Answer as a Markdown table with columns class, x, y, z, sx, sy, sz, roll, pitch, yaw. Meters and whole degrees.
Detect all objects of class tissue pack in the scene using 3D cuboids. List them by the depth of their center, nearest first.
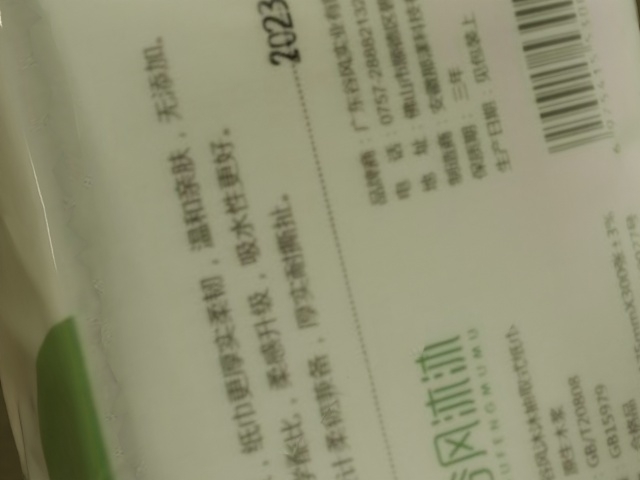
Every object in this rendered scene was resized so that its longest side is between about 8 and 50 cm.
| class | x | y | z | sx | sy | sz | roll | pitch | yaw |
| --- | --- | --- | --- | --- | --- | --- | --- | --- | --- |
| tissue pack | -0.001 | 0.000 | 0.692 | 0.266 | 0.194 | 0.356 | -13 | 92 | -24 |
